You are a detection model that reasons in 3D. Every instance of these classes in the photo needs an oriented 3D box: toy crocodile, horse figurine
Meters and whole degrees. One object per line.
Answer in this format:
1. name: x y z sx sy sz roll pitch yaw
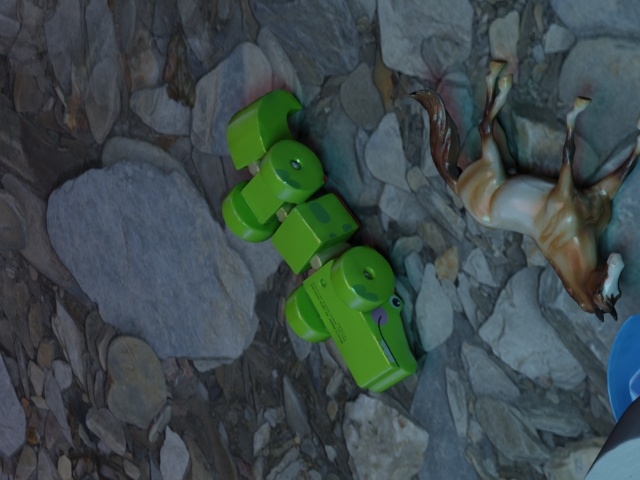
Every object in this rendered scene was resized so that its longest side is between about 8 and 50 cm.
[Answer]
1. toy crocodile: 0.000 0.000 1.527 0.340 0.105 0.115 58 138 12
2. horse figurine: 0.186 -0.057 1.308 0.263 0.066 0.174 27 115 39

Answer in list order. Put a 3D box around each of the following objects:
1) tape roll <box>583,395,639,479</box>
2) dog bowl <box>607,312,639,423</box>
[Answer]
1. tape roll: 0.294 0.201 1.028 0.219 0.072 0.219 20 131 24
2. dog bowl: 0.337 0.069 1.119 0.166 0.074 0.297 50 135 30
